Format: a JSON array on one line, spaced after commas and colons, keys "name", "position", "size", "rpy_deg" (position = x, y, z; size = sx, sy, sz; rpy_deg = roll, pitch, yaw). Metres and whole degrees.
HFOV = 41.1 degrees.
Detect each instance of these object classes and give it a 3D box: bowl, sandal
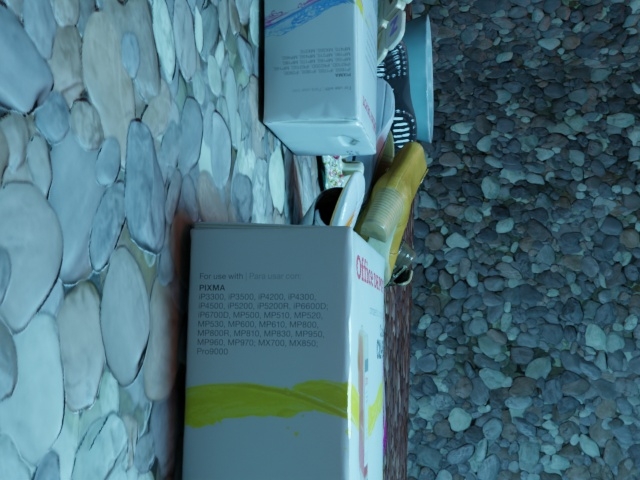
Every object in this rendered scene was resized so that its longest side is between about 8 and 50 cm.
[{"name": "bowl", "position": [0.191, -0.393, 2.099], "size": [0.311, 0.163, 0.311], "rpy_deg": [0, 90, -79]}, {"name": "sandal", "position": [-0.004, 0.006, 1.275], "size": [0.102, 0.076, 0.265], "rpy_deg": [-54, 165, -50]}]

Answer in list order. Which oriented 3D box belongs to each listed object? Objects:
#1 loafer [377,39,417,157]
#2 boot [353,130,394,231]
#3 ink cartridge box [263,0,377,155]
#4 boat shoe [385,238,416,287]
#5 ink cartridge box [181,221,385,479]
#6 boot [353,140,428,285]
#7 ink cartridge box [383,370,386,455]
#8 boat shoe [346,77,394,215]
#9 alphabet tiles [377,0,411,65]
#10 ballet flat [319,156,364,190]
[{"name": "loafer", "position": [0.131, -0.303, 1.841], "size": [0.130, 0.134, 0.365], "rpy_deg": [-111, -165, -47]}, {"name": "boot", "position": [0.114, -0.112, 1.815], "size": [0.203, 0.095, 0.261], "rpy_deg": [-18, 113, -78]}, {"name": "ink cartridge box", "position": [0.006, -0.284, 1.160], "size": [0.226, 0.131, 0.306], "rpy_deg": [30, 61, -79]}, {"name": "boat shoe", "position": [0.150, 0.074, 1.865], "size": [0.095, 0.095, 0.257], "rpy_deg": [-59, 173, -22]}, {"name": "ink cartridge box", "position": [-0.025, 0.187, 0.864], "size": [0.279, 0.160, 0.384], "rpy_deg": [35, 55, -77]}, {"name": "boot", "position": [0.133, -0.040, 1.642], "size": [0.211, 0.104, 0.295], "rpy_deg": [-59, 170, -29]}, {"name": "ink cartridge box", "position": [0.101, 0.382, 1.835], "size": [0.176, 0.069, 0.370], "rpy_deg": [-57, 148, -72]}, {"name": "boat shoe", "position": [0.072, -0.182, 1.654], "size": [0.094, 0.109, 0.302], "rpy_deg": [97, 9, -62]}, {"name": "alphabet tiles", "position": [0.114, -0.449, 1.637], "size": [0.284, 0.021, 0.278], "rpy_deg": [-42, -144, 53]}, {"name": "ballet flat", "position": [0.036, -0.142, 1.463], "size": [0.091, 0.077, 0.241], "rpy_deg": [-79, 165, -52]}]
